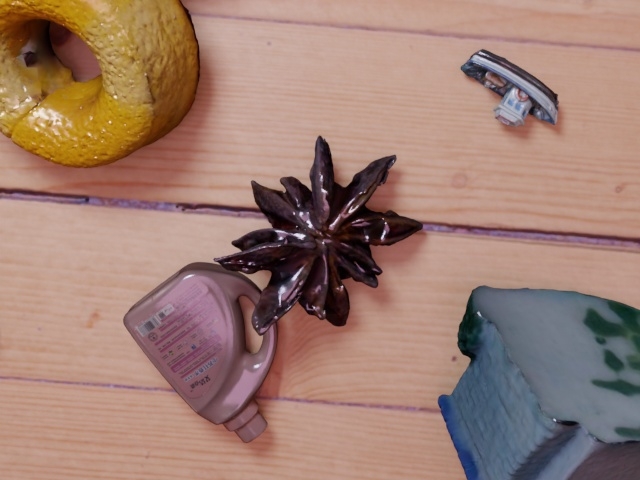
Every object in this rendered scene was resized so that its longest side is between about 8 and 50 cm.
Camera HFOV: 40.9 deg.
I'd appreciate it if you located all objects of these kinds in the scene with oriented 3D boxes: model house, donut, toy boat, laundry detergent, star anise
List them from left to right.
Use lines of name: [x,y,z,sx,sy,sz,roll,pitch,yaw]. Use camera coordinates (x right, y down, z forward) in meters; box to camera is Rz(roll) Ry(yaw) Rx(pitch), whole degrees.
donut: [-0.294,-0.212,0.998,0.303,0.110,0.303,5,126,7]
laundry detergent: [-0.126,0.143,1.130,0.171,0.076,0.237,-38,98,6]
star anise: [-0.002,-0.004,1.086,0.212,0.129,0.282,35,90,-11]
toy boat: [0.238,-0.183,1.080,0.140,0.059,0.066,29,86,-6]
model house: [0.300,0.263,1.099,0.295,0.251,0.329,2,124,-23]
